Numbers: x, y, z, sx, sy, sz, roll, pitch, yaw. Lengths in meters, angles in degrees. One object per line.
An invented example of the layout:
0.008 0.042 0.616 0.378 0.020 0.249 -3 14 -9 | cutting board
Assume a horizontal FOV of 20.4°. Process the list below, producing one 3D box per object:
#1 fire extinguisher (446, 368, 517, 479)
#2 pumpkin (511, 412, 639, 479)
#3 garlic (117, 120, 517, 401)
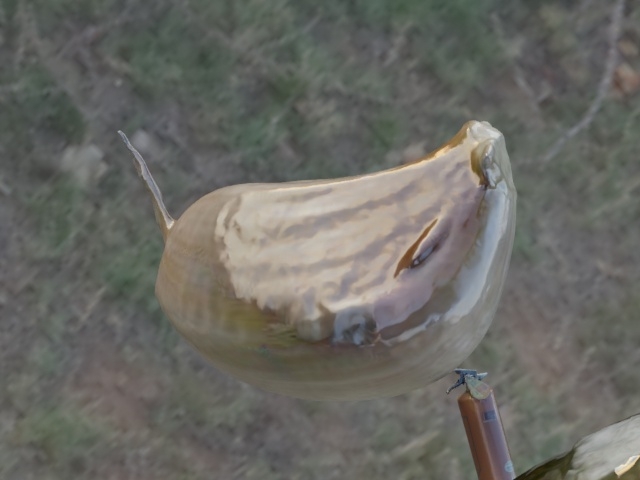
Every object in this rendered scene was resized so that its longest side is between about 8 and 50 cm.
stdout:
0.089 0.107 0.973 0.028 0.022 0.083 -18 95 -29 | fire extinguisher
0.115 0.173 0.468 0.260 0.260 0.189 48 23 -2 | pumpkin
-0.009 0.009 0.818 0.090 0.198 0.128 19 73 -62 | garlic
